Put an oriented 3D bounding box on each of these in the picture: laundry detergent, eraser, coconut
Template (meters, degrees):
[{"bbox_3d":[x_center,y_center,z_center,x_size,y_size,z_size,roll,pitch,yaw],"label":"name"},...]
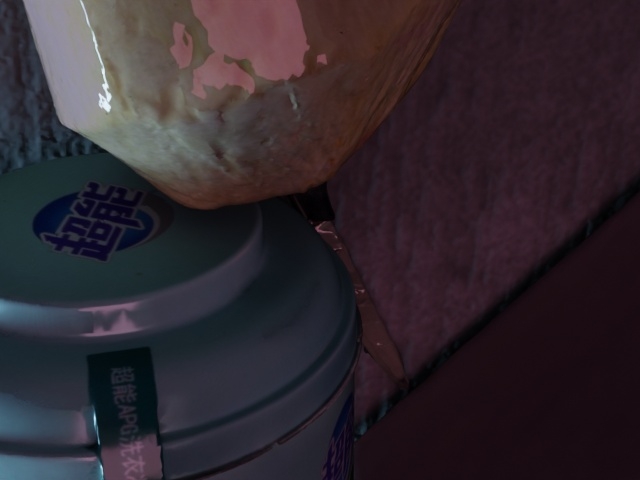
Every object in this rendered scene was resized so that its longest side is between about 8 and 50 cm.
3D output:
[{"bbox_3d":[-0.118,0.121,0.727,0.287,0.287,0.305,-6,120,-10],"label":"laundry detergent"},{"bbox_3d":[0.202,0.147,0.824,0.359,0.272,0.122,-43,125,9],"label":"eraser"},{"bbox_3d":[-0.042,-0.153,0.629,0.259,0.259,0.259,-6,119,-10],"label":"coconut"}]

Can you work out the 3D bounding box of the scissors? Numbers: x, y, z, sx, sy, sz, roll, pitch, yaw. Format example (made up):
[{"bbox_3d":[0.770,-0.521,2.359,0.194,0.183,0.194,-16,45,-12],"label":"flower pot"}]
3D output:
[{"bbox_3d":[0.000,0.000,0.843,0.109,0.022,0.300,-27,122,7],"label":"scissors"}]
